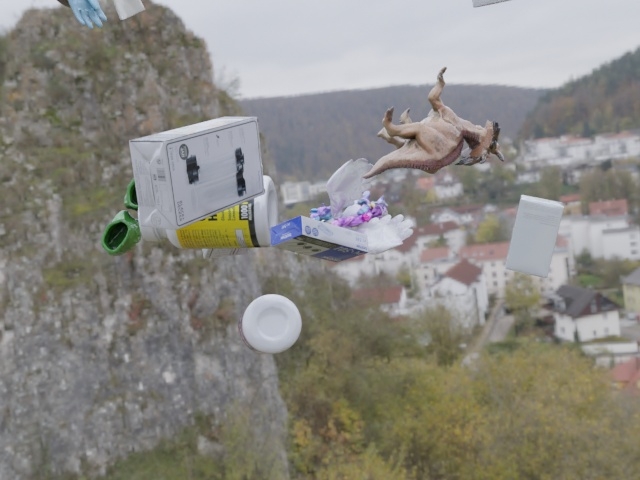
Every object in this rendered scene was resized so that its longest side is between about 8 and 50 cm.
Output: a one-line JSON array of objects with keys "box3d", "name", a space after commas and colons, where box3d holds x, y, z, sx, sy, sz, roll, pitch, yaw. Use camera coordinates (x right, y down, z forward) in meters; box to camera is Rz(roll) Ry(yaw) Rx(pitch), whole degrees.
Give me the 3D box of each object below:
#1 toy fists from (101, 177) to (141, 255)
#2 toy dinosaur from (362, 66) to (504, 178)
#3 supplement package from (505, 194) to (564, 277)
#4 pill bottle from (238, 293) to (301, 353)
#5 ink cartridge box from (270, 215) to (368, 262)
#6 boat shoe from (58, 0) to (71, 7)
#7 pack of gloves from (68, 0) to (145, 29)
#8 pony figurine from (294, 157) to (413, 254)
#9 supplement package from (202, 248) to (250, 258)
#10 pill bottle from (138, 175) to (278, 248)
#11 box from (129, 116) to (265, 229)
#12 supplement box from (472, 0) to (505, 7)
[{"box3d": [-0.553, -0.079, 2.267, 0.096, 0.279, 0.142, 28, 0, 9], "name": "toy fists"}, {"box3d": [0.223, -0.180, 1.417, 0.296, 0.200, 0.127, -39, -9, -29], "name": "toy dinosaur"}, {"box3d": [0.522, -0.012, 1.872, 0.105, 0.179, 0.105, 12, 11, 12], "name": "supplement package"}, {"box3d": [-0.169, 0.272, 2.446, 0.182, 0.181, 0.323, -8, -7, -11], "name": "pill bottle"}, {"box3d": [0.000, 0.000, 1.640, 0.097, 0.046, 0.207, -20, -24, 41], "name": "ink cartridge box"}, {"box3d": [-0.714, -0.691, 2.099, 0.050, 0.045, 0.135, 18, -14, 18], "name": "boat shoe"}, {"box3d": [-0.576, -0.679, 1.985, 0.195, 0.232, 0.046, -36, 25, -31], "name": "pack of gloves"}, {"box3d": [0.101, -0.069, 2.451, 0.351, 0.302, 0.363, -33, -2, 18], "name": "pony figurine"}, {"box3d": [-0.291, -0.109, 2.308, 0.145, 0.261, 0.204, -7, -22, -20], "name": "supplement package"}, {"box3d": [-0.288, -0.071, 1.978, 0.334, 0.187, 0.188, -2, 6, 7], "name": "pill bottle"}, {"box3d": [-0.229, -0.138, 1.486, 0.087, 0.169, 0.290, 5, 20, 31], "name": "box"}, {"box3d": [0.428, -0.641, 1.889, 0.114, 0.111, 0.220, -6, 16, 17], "name": "supplement box"}]
